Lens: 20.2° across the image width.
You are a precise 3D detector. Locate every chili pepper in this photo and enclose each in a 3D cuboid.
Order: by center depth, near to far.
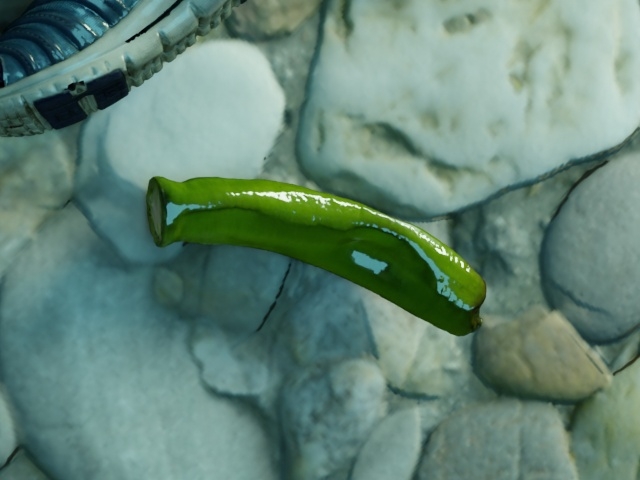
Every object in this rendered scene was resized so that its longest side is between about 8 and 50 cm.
[{"bbox_3d":[0.000,0.000,0.978,0.201,0.050,0.052,16,109,-21],"label":"chili pepper"}]

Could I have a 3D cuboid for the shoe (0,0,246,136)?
[{"bbox_3d":[-0.108,-0.132,0.900,0.207,0.091,0.106,-42,89,-6],"label":"shoe"}]
